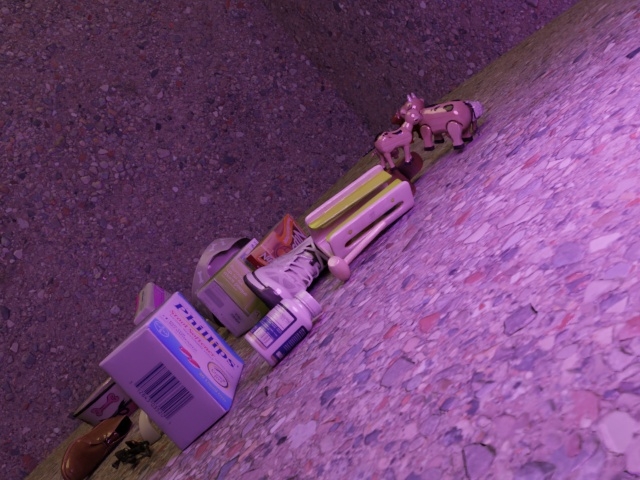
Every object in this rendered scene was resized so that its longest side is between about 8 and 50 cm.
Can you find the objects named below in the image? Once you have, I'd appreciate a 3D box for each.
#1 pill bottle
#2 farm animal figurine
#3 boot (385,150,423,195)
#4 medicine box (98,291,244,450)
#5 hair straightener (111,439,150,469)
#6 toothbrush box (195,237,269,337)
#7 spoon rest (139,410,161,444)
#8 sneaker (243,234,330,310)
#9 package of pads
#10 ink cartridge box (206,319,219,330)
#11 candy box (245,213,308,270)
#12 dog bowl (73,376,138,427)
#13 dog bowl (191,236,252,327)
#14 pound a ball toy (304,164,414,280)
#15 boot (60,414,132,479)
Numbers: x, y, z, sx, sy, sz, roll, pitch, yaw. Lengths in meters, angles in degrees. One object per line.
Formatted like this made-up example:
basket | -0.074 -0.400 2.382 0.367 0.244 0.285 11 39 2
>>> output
pill bottle | -0.079 0.191 1.244 0.169 0.094 0.094 -43 8 -12
farm animal figurine | 0.310 -0.354 1.670 0.326 0.172 0.330 -6 25 24
boot | 0.198 -0.150 1.747 0.220 0.109 0.283 -42 13 45
medicine box | -0.335 0.293 1.317 0.149 0.263 0.289 -40 8 6
hair straightener | -0.498 0.570 1.455 0.230 0.047 0.089 -25 18 51
toothbrush box | -0.255 0.157 1.895 0.122 0.206 0.283 -36 9 34
spoon rest | -0.435 0.456 1.589 0.137 0.084 0.276 -38 9 22
sneaker | -0.067 0.069 1.582 0.257 0.169 0.447 -43 5 1
package of pads | -0.580 0.308 2.169 0.101 0.296 0.229 -49 25 7
ink cartridge box | -0.473 0.359 2.396 0.150 0.063 0.109 -44 9 -21
candy box | -0.126 0.045 1.965 0.087 0.183 0.316 -37 9 24
dog bowl | -0.819 0.625 2.323 0.408 0.150 0.408 -42 7 7
dog bowl | -0.361 0.147 2.099 0.348 0.102 0.349 14 -90 -73
pound a ball toy | 0.115 -0.031 1.472 0.319 0.136 0.208 -38 46 -13
boot | -0.730 0.671 1.824 0.115 0.112 0.305 -28 9 17
